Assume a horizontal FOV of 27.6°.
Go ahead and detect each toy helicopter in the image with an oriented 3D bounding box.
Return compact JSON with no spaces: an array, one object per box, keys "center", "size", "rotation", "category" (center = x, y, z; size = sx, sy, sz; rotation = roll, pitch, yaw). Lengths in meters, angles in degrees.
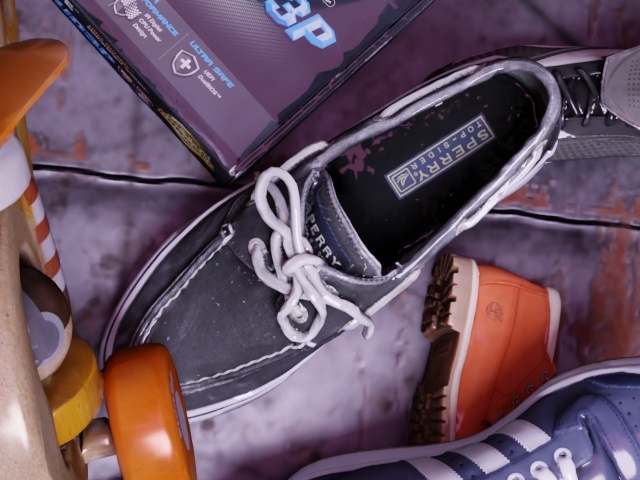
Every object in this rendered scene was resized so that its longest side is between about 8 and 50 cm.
[{"center":[-0.169,-0.030,0.644],"size":[0.140,0.235,0.355],"rotation":[-13,62,-2],"category":"toy helicopter"}]

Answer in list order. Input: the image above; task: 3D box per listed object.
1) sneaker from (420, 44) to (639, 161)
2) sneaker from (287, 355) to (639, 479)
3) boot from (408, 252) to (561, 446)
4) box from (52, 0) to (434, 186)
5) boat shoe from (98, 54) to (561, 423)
[{"center":[0.176,-0.087,0.785],"size":[0.234,0.106,0.078],"rotation":[1,84,-12],"category":"sneaker"},{"center":[0.080,0.146,0.654],"size":[0.282,0.153,0.099],"rotation":[-20,94,21],"category":"sneaker"},{"center":[0.101,0.093,0.780],"size":[0.085,0.059,0.157],"rotation":[14,81,-15],"category":"boot"},{"center":[-0.064,-0.169,0.771],"size":[0.175,0.051,0.220],"rotation":[-42,93,-12],"category":"box"},{"center":[0.003,0.003,0.713],"size":[0.306,0.105,0.113],"rotation":[-30,89,4],"category":"boat shoe"}]
